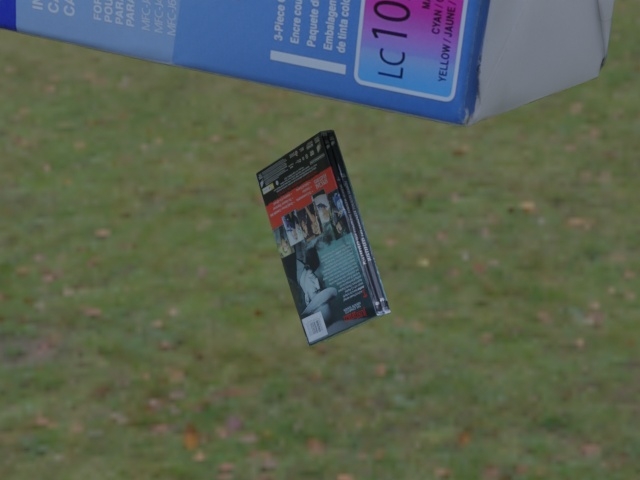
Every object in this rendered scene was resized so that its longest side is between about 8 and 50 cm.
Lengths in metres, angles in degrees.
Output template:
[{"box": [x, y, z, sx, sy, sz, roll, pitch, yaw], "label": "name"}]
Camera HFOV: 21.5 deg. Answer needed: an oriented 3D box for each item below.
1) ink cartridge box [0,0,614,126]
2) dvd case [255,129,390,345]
[{"box": [-0.039, -0.190, 1.032, 0.396, 0.151, 0.270, 12, 16, 22], "label": "ink cartridge box"}, {"box": [0.000, 0.000, 1.060, 0.013, 0.119, 0.087, -11, -11, -33], "label": "dvd case"}]
